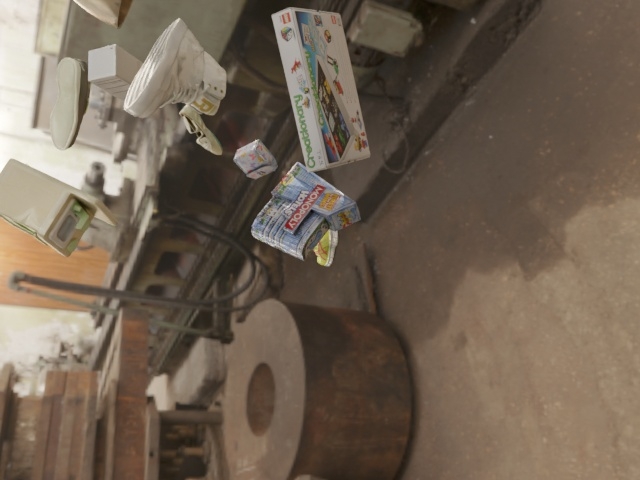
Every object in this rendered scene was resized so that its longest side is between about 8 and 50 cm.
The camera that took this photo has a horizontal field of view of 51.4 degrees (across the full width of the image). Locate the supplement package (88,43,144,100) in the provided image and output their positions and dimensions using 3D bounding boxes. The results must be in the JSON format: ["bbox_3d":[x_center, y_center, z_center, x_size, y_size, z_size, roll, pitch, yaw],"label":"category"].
[{"bbox_3d":[-0.635,-0.527,2.103,0.179,0.105,0.105,26,-121,-68],"label":"supplement package"}]

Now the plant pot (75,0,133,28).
[{"bbox_3d":[-0.464,-0.610,1.367,0.284,0.190,0.284,-161,90,-74],"label":"plant pot"}]

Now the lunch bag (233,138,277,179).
[{"bbox_3d":[-0.151,-0.185,1.568,0.071,0.083,0.053,-20,40,27],"label":"lunch bag"}]

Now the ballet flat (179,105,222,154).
[{"bbox_3d":[-0.344,-0.306,1.895,0.052,0.168,0.057,-43,17,-32],"label":"ballet flat"}]

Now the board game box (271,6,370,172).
[{"bbox_3d":[0.008,-0.301,1.332,0.053,0.193,0.306,-8,98,32],"label":"board game box"}]

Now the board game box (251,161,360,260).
[{"bbox_3d":[-0.023,-0.059,1.427,0.194,0.060,0.194,22,62,31],"label":"board game box"}]

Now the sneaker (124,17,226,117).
[{"bbox_3d":[-0.260,-0.294,1.281,0.108,0.169,0.293,-27,34,31],"label":"sneaker"}]

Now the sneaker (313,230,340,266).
[{"bbox_3d":[0.000,0.000,1.798,0.208,0.094,0.082,101,177,-59],"label":"sneaker"}]

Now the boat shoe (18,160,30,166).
[{"bbox_3d":[-0.805,-0.182,1.790,0.137,0.049,0.043,20,141,48],"label":"boat shoe"}]

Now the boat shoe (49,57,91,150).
[{"bbox_3d":[-0.822,-0.448,2.209,0.091,0.109,0.305,-26,-48,-67],"label":"boat shoe"}]

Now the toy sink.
[{"bbox_3d":[-0.602,-0.058,1.493,0.153,0.234,0.131,88,-153,-73],"label":"toy sink"}]
